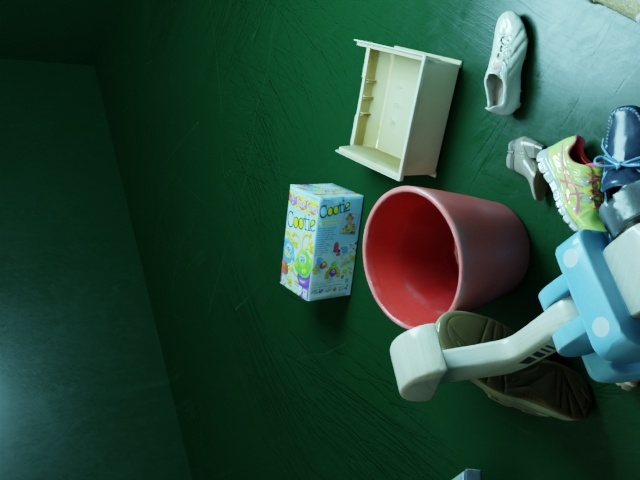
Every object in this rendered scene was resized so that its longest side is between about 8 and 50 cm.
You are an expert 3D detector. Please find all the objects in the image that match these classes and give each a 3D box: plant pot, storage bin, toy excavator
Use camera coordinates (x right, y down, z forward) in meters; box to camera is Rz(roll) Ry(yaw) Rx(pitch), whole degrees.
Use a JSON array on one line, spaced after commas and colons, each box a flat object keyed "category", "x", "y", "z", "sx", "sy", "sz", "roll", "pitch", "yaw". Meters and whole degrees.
[{"category": "plant pot", "x": 0.257, "y": 0.027, "z": 1.284, "sx": 0.274, "sy": 0.243, "sz": 0.275, "roll": 10, "pitch": 102, "yaw": 53}, {"category": "storage bin", "x": 0.162, "y": -0.300, "z": 1.476, "sx": 0.260, "sy": 0.123, "sz": 0.263, "roll": 33, "pitch": 121, "yaw": 47}, {"category": "toy excavator", "x": 0.379, "y": 0.127, "z": 0.961, "sx": 0.445, "sy": 0.432, "sz": 0.223, "roll": -54, "pitch": 38, "yaw": 46}]

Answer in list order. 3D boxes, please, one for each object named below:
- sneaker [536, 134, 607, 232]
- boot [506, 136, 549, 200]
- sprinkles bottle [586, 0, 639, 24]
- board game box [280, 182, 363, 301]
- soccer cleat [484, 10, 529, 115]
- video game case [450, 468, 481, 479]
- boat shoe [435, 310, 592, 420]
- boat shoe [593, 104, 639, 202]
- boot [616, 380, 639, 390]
[{"category": "sneaker", "x": 0.456, "y": -0.092, "z": 1.131, "sx": 0.094, "sy": 0.081, "sz": 0.209, "roll": -43, "pitch": 61, "yaw": 43}, {"category": "boot", "x": 0.393, "y": -0.138, "z": 1.252, "sx": 0.087, "sy": 0.042, "sz": 0.119, "roll": 19, "pitch": 108, "yaw": 59}, {"category": "sprinkles bottle", "x": 0.529, "y": -0.354, "z": 0.956, "sx": 0.355, "sy": 0.121, "sz": 0.121, "roll": 50, "pitch": 132, "yaw": 38}, {"category": "board game box", "x": 0.000, "y": 0.000, "z": 1.727, "sx": 0.142, "sy": 0.144, "sz": 0.276, "roll": 28, "pitch": 116, "yaw": 50}, {"category": "soccer cleat", "x": 0.350, "y": -0.338, "z": 1.247, "sx": 0.068, "sy": 0.076, "sz": 0.197, "roll": 10, "pitch": 102, "yaw": 54}, {"category": "video game case", "x": 0.283, "y": 0.627, "z": 1.330, "sx": 0.248, "sy": 0.035, "sz": 0.275, "roll": 97, "pitch": 179, "yaw": -61}, {"category": "boat shoe", "x": 0.324, "y": 0.239, "z": 1.172, "sx": 0.110, "sy": 0.341, "sz": 0.122, "roll": -35, "pitch": 28, "yaw": 57}, {"category": "boat shoe", "x": 0.505, "y": -0.092, "z": 1.052, "sx": 0.109, "sy": 0.088, "sz": 0.259, "roll": -16, "pitch": 81, "yaw": 54}, {"category": "boot", "x": 0.501, "y": 0.171, "z": 1.128, "sx": 0.158, "sy": 0.059, "sz": 0.085, "roll": 48, "pitch": 129, "yaw": 29}]
